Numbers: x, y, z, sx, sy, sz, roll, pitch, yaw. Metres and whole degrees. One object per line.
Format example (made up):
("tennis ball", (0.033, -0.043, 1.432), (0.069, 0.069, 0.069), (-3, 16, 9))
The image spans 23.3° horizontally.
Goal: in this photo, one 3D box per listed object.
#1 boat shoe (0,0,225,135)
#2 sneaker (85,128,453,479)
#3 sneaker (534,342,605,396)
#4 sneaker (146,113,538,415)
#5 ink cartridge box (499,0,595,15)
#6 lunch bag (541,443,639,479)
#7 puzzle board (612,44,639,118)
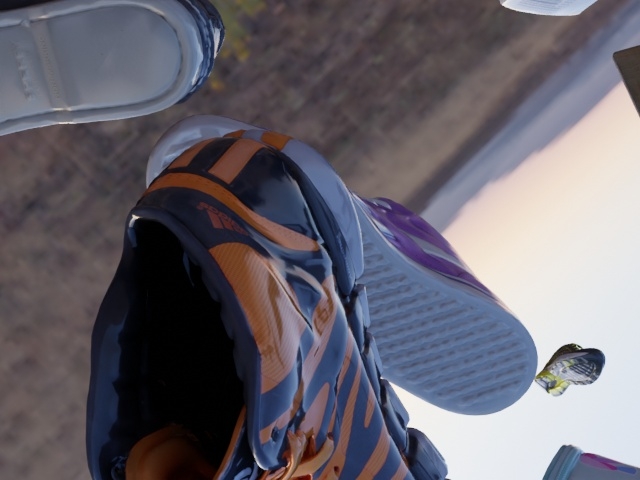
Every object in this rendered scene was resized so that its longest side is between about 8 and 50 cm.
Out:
("boat shoe", (-0.139, -0.085, 0.687), (0.206, 0.075, 0.065), (1, -160, 19))
("sneaker", (-0.023, 0.117, 0.714), (0.124, 0.321, 0.180), (-18, -171, 23))
("sneaker", (0.188, 0.090, 1.164), (0.035, 0.031, 0.083), (-59, -170, -27))
("sneaker", (0.000, 0.001, 0.980), (0.102, 0.282, 0.161), (-48, -154, 11))
("ink cartridge box", (0.258, -0.428, 1.391), (0.308, 0.091, 0.385), (147, -53, -75))
("lunch bag", (0.202, 0.280, 1.135), (0.279, 0.107, 0.224), (60, 45, -59))
("puzzle board", (0.249, -0.086, 0.922), (0.128, 0.096, 0.011), (-16, 156, -9))
